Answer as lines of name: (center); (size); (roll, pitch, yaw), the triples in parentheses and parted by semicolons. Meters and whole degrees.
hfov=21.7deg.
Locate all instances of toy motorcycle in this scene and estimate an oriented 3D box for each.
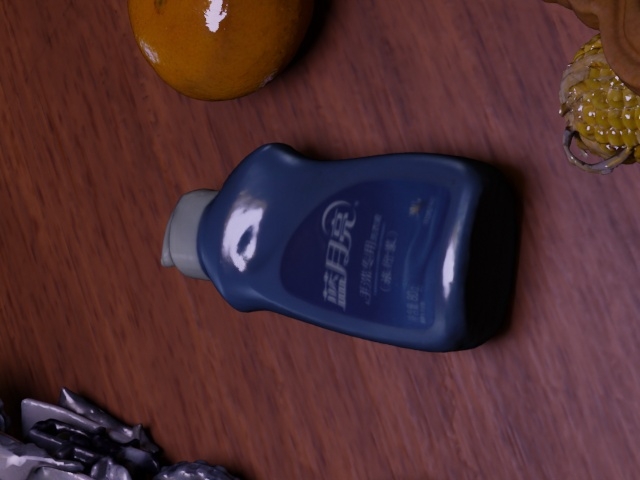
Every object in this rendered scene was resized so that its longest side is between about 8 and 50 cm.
toy motorcycle: (-0.210, 0.230, 1.371); (0.327, 0.143, 0.188); (18, 107, 16)

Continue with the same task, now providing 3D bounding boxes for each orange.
orange: (-0.075, -0.186, 1.294); (0.156, 0.124, 0.156); (7, 99, 48)

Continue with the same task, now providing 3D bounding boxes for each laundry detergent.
laundry detergent: (0.000, 0.000, 1.259); (0.290, 0.094, 0.143); (6, 96, 31)

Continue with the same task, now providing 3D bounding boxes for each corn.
corn: (0.292, -0.107, 1.077); (0.293, 0.106, 0.106); (-8, 85, 31)

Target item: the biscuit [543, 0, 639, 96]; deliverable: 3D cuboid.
biscuit: (0.249, -0.171, 1.058); (0.186, 0.044, 0.295); (-41, 46, 1)
